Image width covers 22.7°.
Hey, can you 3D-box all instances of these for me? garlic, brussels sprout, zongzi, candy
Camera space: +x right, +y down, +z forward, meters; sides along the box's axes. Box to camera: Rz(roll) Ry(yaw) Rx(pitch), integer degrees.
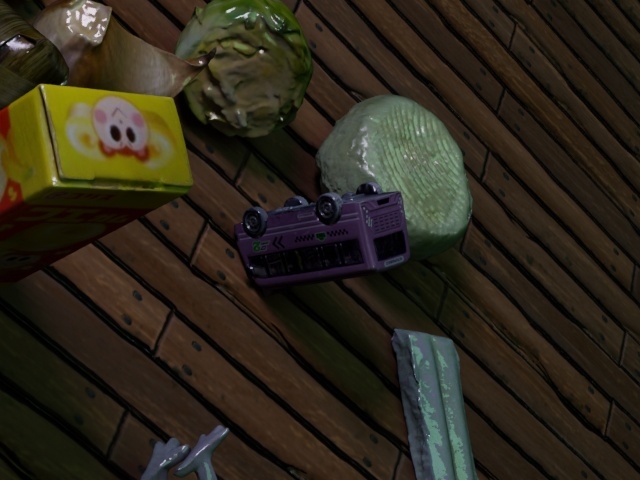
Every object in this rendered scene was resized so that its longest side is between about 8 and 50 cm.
[{"bbox_3d":[-0.217,-0.170,1.546,0.115,0.128,0.207,30,10,26],"label":"garlic"},{"bbox_3d":[-0.083,-0.194,1.694,0.149,0.151,0.122,17,24,-14],"label":"brussels sprout"},{"bbox_3d":[-0.349,-0.154,1.436,0.187,0.184,0.084,43,-3,25],"label":"zongzi"},{"bbox_3d":[-0.249,-0.035,1.302,0.146,0.276,0.088,2,71,-46],"label":"candy"}]

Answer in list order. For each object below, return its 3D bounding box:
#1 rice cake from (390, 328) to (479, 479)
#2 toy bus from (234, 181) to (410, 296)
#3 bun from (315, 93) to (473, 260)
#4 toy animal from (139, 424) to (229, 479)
[{"bbox_3d":[0.132,0.209,1.786,0.085,0.040,0.226,11,63,-45],"label":"rice cake"},{"bbox_3d":[0.000,0.000,1.645,0.087,0.178,0.098,-18,97,-50],"label":"toy bus"},{"bbox_3d":[0.080,-0.064,1.811,0.195,0.118,0.195,22,53,-33],"label":"bun"},{"bbox_3d":[-0.102,0.275,1.448,0.367,0.081,0.205,-30,112,-53],"label":"toy animal"}]
